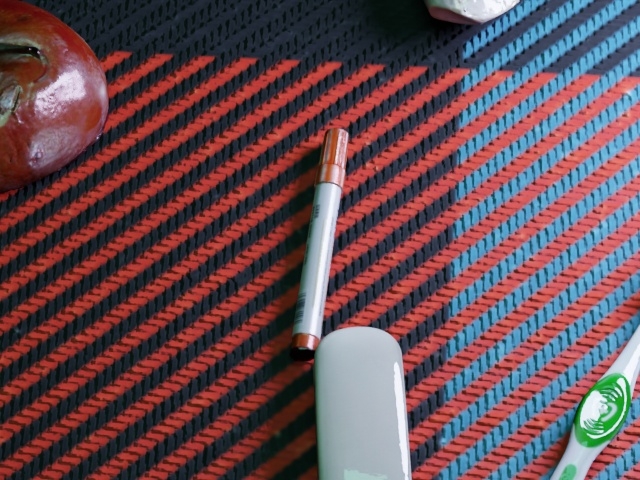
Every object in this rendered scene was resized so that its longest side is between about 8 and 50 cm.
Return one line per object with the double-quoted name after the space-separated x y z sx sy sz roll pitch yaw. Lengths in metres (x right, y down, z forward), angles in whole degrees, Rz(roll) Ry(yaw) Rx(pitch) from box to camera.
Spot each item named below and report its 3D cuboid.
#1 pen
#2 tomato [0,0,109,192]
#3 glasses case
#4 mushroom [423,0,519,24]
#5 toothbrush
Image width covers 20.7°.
0.000 0.000 1.581 0.028 0.028 0.239 6 59 6 "pen"
-0.319 -0.148 1.647 0.228 0.101 0.228 -2 60 4 "tomato"
0.035 0.165 1.462 0.081 0.051 0.204 -1 58 0 "glasses case"
0.131 -0.287 1.724 0.097 0.088 0.212 -37 52 17 "mushroom"
0.233 0.156 1.475 0.042 0.040 0.418 25 67 15 "toothbrush"
